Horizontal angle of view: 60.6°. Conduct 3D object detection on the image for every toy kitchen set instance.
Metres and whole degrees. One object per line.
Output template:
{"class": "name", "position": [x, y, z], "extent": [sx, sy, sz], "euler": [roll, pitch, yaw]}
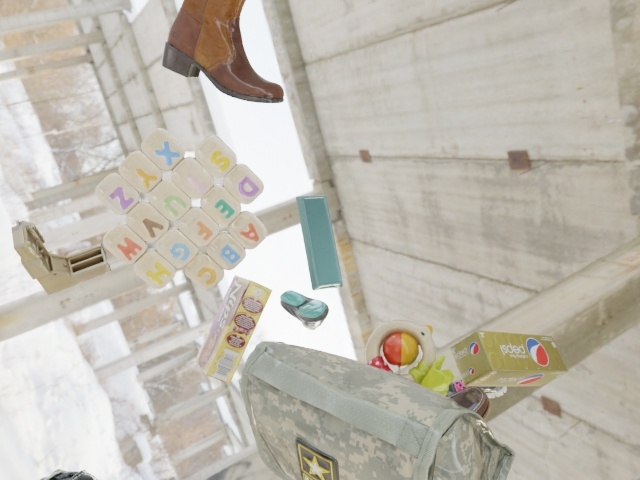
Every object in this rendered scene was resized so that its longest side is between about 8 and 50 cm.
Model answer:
{"class": "toy kitchen set", "position": [-0.293, 0.000, 0.615], "extent": [0.068, 0.075, 0.083], "euler": [57, -18, 36]}

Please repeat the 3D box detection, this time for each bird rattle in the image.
{"class": "bird rattle", "position": [0.178, 0.288, 1.274], "extent": [0.143, 0.253, 0.207], "euler": [55, 37, -56]}

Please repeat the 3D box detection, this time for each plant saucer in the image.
{"class": "plant saucer", "position": [0.000, 0.000, 1.074], "extent": [0.018, 0.067, 0.192], "euler": [145, -63, -61]}

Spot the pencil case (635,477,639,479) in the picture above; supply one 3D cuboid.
{"class": "pencil case", "position": [0.704, 0.598, 1.205], "extent": [0.306, 0.133, 0.119], "euler": [-45, -146, 34]}

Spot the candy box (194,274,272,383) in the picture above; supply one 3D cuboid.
{"class": "candy box", "position": [-0.166, 0.163, 1.035], "extent": [0.109, 0.053, 0.187], "euler": [6, -108, 66]}

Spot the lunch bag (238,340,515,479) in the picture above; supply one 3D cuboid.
{"class": "lunch bag", "position": [0.059, 0.226, 0.610], "extent": [0.235, 0.169, 0.287], "euler": [15, -22, 38]}

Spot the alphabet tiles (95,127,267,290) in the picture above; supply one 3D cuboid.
{"class": "alphabet tiles", "position": [-0.246, -0.049, 0.989], "extent": [0.278, 0.284, 0.021], "euler": [46, 1, -19]}

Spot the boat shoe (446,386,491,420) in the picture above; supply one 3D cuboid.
{"class": "boat shoe", "position": [0.208, 0.322, 0.959], "extent": [0.073, 0.207, 0.073], "euler": [60, -12, -26]}

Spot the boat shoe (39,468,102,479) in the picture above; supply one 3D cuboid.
{"class": "boat shoe", "position": [-0.435, 0.430, 0.895], "extent": [0.091, 0.114, 0.302], "euler": [48, -50, 9]}

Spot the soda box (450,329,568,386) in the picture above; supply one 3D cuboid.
{"class": "soda box", "position": [0.279, 0.175, 0.803], "extent": [0.058, 0.181, 0.061], "euler": [-47, -134, 40]}

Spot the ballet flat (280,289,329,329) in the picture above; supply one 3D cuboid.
{"class": "ballet flat", "position": [-0.030, 0.170, 1.292], "extent": [0.203, 0.074, 0.074], "euler": [16, -55, 59]}

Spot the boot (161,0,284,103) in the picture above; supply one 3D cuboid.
{"class": "boot", "position": [-0.155, -0.431, 1.069], "extent": [0.264, 0.096, 0.281], "euler": [25, -71, 4]}

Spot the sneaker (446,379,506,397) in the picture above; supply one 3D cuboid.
{"class": "sneaker", "position": [0.364, 0.349, 1.329], "extent": [0.063, 0.170, 0.075], "euler": [-91, 167, -57]}
